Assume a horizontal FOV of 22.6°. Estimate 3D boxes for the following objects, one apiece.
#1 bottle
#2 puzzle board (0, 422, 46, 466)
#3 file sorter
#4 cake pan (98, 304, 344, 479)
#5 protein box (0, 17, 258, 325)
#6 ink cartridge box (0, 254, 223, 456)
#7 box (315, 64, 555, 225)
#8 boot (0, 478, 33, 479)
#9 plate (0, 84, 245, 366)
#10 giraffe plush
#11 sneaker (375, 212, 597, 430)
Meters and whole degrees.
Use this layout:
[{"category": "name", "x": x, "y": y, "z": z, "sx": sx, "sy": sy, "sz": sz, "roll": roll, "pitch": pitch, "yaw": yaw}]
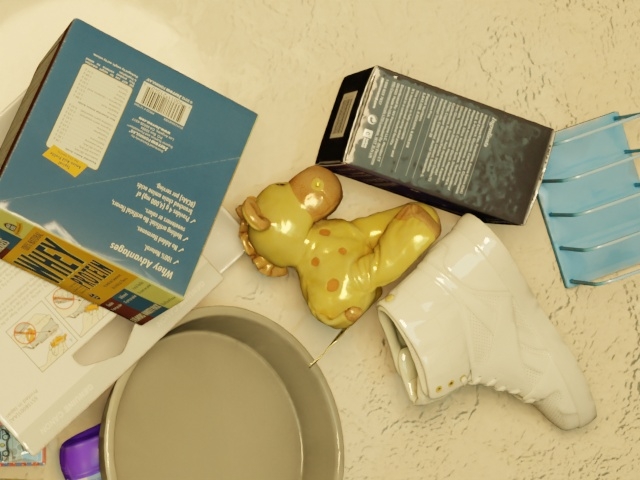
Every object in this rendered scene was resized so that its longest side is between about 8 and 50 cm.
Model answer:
[{"category": "bottle", "x": -0.170, "y": 0.319, "z": 1.660, "sx": 0.118, "sy": 0.092, "sz": 0.283, "roll": -23, "pitch": 96, "yaw": -23}, {"category": "puzzle board", "x": -0.334, "y": 0.172, "z": 1.669, "sx": 0.096, "sy": 0.011, "sz": 0.128, "roll": 0, "pitch": 92, "yaw": -11}, {"category": "file sorter", "x": 0.310, "y": -0.044, "z": 1.743, "sx": 0.118, "sy": 0.104, "sz": 0.170, "roll": -19, "pitch": 95, "yaw": -9}, {"category": "cake pan", "x": -0.104, "y": 0.214, "z": 1.634, "sx": 0.293, "sy": 0.054, "sz": 0.293, "roll": 10, "pitch": 73, "yaw": -37}, {"category": "protein box", "x": -0.199, "y": -0.060, "z": 1.512, "sx": 0.199, "sy": 0.136, "sz": 0.201, "roll": 27, "pitch": 68, "yaw": -16}, {"category": "ink cartridge box", "x": -0.269, "y": 0.036, "z": 1.566, "sx": 0.275, "sy": 0.060, "sz": 0.239, "roll": -44, "pitch": 97, "yaw": -26}, {"category": "box", "x": 0.117, "y": -0.096, "z": 1.679, "sx": 0.207, "sy": 0.153, "sz": 0.108, "roll": 19, "pitch": 88, "yaw": -10}, {"category": "boot", "x": -0.362, "y": 0.278, "z": 1.586, "sx": 0.213, "sy": 0.165, "sz": 0.077, "roll": 0, "pitch": 90, "yaw": -13}, {"category": "plate", "x": -0.262, "y": -0.008, "z": 1.659, "sx": 0.278, "sy": 0.045, "sz": 0.277, "roll": -43, "pitch": 96, "yaw": -8}, {"category": "giraffe plush", "x": 0.000, "y": 0.000, "z": 1.658, "sx": 0.170, "sy": 0.181, "sz": 0.210, "roll": 44, "pitch": 66, "yaw": 3}, {"category": "sneaker", "x": 0.166, "y": 0.129, "z": 1.691, "sx": 0.169, "sy": 0.108, "sz": 0.292, "roll": -41, "pitch": 118, "yaw": -10}]
